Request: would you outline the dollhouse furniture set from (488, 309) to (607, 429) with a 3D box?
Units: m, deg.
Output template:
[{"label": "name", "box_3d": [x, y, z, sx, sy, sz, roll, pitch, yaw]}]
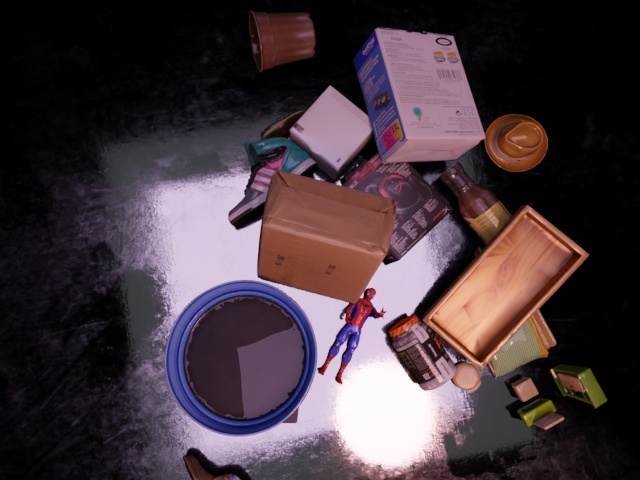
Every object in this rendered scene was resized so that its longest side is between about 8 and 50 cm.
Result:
[{"label": "dollhouse furniture set", "box_3d": [0.589, 0.337, 1.381, 0.198, 0.151, 0.301, -27, 85, -6]}]

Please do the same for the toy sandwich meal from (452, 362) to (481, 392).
[{"label": "toy sandwich meal", "box_3d": [0.416, 0.388, 1.430, 0.086, 0.029, 0.085, -1, 82, 8]}]

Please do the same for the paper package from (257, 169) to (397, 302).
[{"label": "paper package", "box_3d": [0.000, 0.000, 1.291, 0.310, 0.324, 0.168, 15, 63, -1]}]

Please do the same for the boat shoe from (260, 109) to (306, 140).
[{"label": "boat shoe", "box_3d": [-0.111, -0.340, 1.475, 0.152, 0.056, 0.049, -34, 53, -11]}]

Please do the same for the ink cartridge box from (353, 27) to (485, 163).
[{"label": "ink cartridge box", "box_3d": [0.263, -0.424, 1.394, 0.270, 0.151, 0.394, -6, 76, -26]}]

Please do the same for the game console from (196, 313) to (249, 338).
[{"label": "game console", "box_3d": [-0.274, 0.279, 1.373, 0.124, 0.085, 0.143, 12, 81, -27]}]

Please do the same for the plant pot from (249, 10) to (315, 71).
[{"label": "plant pot", "box_3d": [-0.109, -0.585, 1.457, 0.165, 0.167, 0.166, -11, 84, -12]}]

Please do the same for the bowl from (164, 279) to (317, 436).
[{"label": "bowl", "box_3d": [-0.203, 0.300, 1.311, 0.392, 0.077, 0.390, 0, 75, 1]}]

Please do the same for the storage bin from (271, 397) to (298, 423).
[{"label": "storage bin", "box_3d": [-0.114, 0.447, 1.368, 0.135, 0.098, 0.090, 0, 94, -3]}]

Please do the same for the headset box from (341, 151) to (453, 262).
[{"label": "headset box", "box_3d": [0.189, -0.115, 1.434, 0.218, 0.110, 0.293, -44, 87, -7]}]

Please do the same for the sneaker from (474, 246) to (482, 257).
[{"label": "sneaker", "box_3d": [0.480, 0.056, 1.473, 0.035, 0.031, 0.083, -18, 89, -18]}]

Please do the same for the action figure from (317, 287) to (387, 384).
[{"label": "action figure", "box_3d": [0.092, 0.255, 1.378, 0.092, 0.139, 0.280, 26, 80, -1]}]

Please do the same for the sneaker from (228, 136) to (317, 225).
[{"label": "sneaker", "box_3d": [-0.175, -0.189, 1.420, 0.296, 0.124, 0.178, -38, 82, -1]}]

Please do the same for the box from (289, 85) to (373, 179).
[{"label": "box", "box_3d": [0.034, -0.306, 1.445, 0.181, 0.119, 0.182, 41, 83, 2]}]

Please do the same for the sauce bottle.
[{"label": "sauce bottle", "box_3d": [0.477, -0.074, 1.446, 0.111, 0.111, 0.344, -36, 85, -6]}]

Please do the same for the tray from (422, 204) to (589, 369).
[{"label": "tray", "box_3d": [0.490, 0.126, 1.361, 0.203, 0.076, 0.410, 41, 98, 6]}]

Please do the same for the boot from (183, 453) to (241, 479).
[{"label": "boot", "box_3d": [-0.275, 0.648, 1.354, 0.106, 0.082, 0.219, -32, 81, -28]}]

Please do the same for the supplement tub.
[{"label": "supplement tub", "box_3d": [0.277, 0.306, 1.387, 0.117, 0.117, 0.190, -33, 87, -6]}]

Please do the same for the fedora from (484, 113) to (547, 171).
[{"label": "fedora", "box_3d": [0.592, -0.299, 1.492, 0.195, 0.079, 0.194, 0, 83, -2]}]
